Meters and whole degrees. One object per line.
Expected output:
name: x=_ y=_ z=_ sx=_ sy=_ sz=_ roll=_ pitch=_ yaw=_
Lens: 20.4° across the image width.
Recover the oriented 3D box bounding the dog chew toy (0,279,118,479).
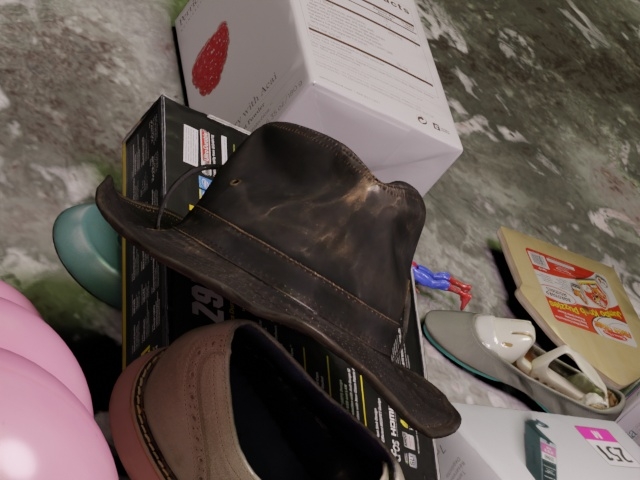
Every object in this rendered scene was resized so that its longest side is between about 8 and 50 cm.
dog chew toy: x=-0.227 y=0.125 z=1.080 sx=0.206 sy=0.206 sz=0.332 roll=29 pitch=16 yaw=-19

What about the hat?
hat: x=0.000 y=0.000 z=1.237 sx=0.331 sy=0.134 sz=0.331 roll=35 pitch=1 yaw=-1

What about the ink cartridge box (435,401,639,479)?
ink cartridge box: x=0.234 y=0.241 z=1.510 sx=0.275 sy=0.060 sz=0.239 roll=12 pitch=27 yaw=-46

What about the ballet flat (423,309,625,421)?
ballet flat: x=0.199 y=0.112 z=1.692 sx=0.213 sy=0.068 sz=0.072 roll=33 pitch=31 yaw=-12

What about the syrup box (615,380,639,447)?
syrup box: x=0.396 y=0.226 z=1.740 sx=0.237 sy=0.093 sz=0.096 roll=44 pitch=31 yaw=5

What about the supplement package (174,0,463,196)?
supplement package: x=-0.011 y=-0.151 z=1.689 sx=0.175 sy=0.177 sz=0.293 roll=21 pitch=35 yaw=-29

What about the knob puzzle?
knob puzzle: x=0.269 y=0.084 z=1.845 sx=0.213 sy=0.030 sz=0.213 roll=29 pitch=32 yaw=-20

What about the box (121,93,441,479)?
box: x=-0.037 y=0.059 z=1.451 sx=0.257 sy=0.079 sz=0.322 roll=20 pitch=44 yaw=-28

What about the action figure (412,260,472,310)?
action figure: x=0.091 y=0.031 z=1.715 sx=0.115 sy=0.030 sz=0.038 roll=30 pitch=26 yaw=-8

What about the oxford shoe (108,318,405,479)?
oxford shoe: x=0.016 y=0.225 z=1.211 sx=0.397 sy=0.146 sz=0.140 roll=49 pitch=51 yaw=-5

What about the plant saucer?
plant saucer: x=-0.163 y=0.009 z=1.465 sx=0.119 sy=0.021 sz=0.119 roll=29 pitch=32 yaw=-21
